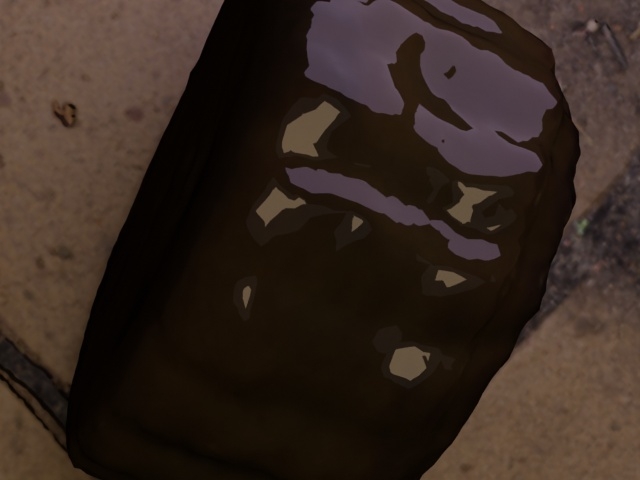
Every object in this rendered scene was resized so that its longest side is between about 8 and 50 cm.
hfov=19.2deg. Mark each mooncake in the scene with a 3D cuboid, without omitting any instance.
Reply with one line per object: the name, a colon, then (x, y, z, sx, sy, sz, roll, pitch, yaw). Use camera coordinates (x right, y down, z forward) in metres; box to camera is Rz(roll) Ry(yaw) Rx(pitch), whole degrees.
mooncake: (-0.001, 0.001, 1.023, 0.187, 0.324, 0.324, 24, 75, -14)
